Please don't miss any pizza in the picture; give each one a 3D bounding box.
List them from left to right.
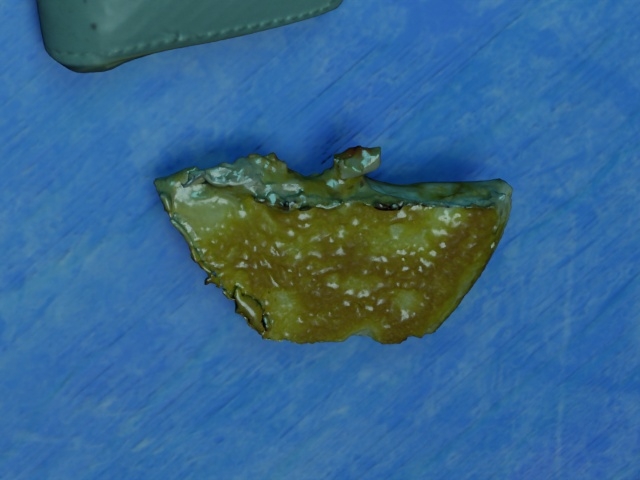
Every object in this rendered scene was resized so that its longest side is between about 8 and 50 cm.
[{"bbox_3d":[0.000,0.000,1.386,0.297,0.071,0.189,4,128,-21],"label":"pizza"}]

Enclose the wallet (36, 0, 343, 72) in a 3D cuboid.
[{"bbox_3d":[-0.092,-0.299,1.177,0.252,0.083,0.360,-12,122,-10],"label":"wallet"}]
